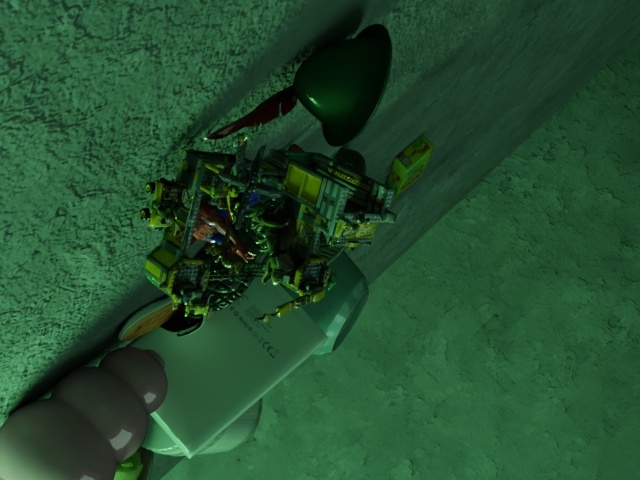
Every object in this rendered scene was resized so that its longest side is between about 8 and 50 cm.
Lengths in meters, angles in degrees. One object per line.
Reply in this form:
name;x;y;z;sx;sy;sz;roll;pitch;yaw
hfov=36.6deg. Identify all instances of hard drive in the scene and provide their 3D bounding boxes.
hard drive;-0.191;0.214;1.852;0.353;0.233;0.047;-38;168;-26

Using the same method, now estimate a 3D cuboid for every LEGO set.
LEGO set;-0.053;-0.001;1.278;0.331;0.192;0.254;11;104;-45

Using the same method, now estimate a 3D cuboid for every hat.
hat;-0.026;-0.228;1.293;0.173;0.184;0.208;-39;-141;48

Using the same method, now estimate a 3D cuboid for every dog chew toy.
dog chew toy;-0.389;0.310;1.636;0.332;0.207;0.206;-46;173;-32

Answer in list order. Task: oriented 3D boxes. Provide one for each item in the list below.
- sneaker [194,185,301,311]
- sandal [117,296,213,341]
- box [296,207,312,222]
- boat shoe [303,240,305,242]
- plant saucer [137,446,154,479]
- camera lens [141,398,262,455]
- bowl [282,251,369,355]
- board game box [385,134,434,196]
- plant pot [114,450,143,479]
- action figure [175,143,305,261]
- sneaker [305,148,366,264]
sneaker;-0.125;0.016;1.695;0.286;0.109;0.130;-44;176;16
sandal;-0.255;0.140;1.756;0.265;0.076;0.102;-31;164;-50
box;-0.102;-0.009;1.847;0.207;0.036;0.114;-40;169;-19
boat shoe;0.000;0.000;2.249;0.142;0.040;0.049;-39;169;-21
plant saucer;-0.424;0.499;2.072;0.310;0.050;0.310;-43;-143;45
camera lens;-0.262;0.331;1.996;0.219;0.219;0.274;-45;158;8
bowl;0.006;0.156;2.360;0.311;0.163;0.311;-56;168;-19
board game box;0.214;-0.178;2.337;0.092;0.043;0.181;-41;169;-15
plant pot;-0.485;0.492;1.879;0.253;0.276;0.276;-56;168;6
action figure;-0.105;-0.033;1.491;0.280;0.139;0.091;-33;164;-36
sneaker;0.031;-0.055;1.864;0.130;0.087;0.227;80;25;-83
